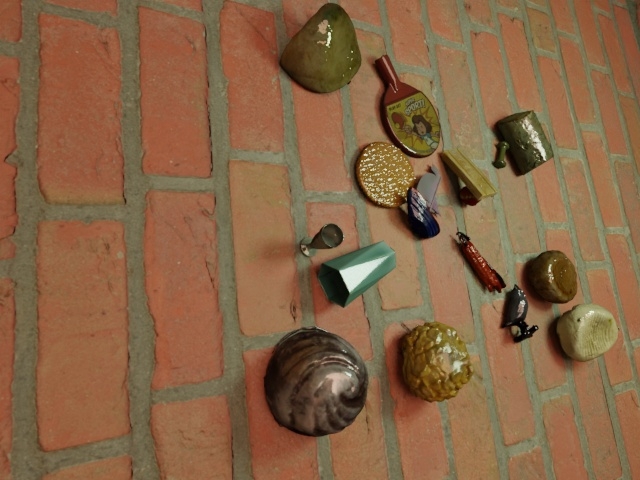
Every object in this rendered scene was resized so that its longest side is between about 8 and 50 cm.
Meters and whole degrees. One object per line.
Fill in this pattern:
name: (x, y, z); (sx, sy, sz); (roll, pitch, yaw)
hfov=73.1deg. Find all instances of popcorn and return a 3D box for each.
popcorn: (0.372, 0.383, 1.379); (0.249, 0.190, 0.251); (5, 71, -15)

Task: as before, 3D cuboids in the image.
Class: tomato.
tomato: (0.588, -0.175, 1.691); (0.087, 0.087, 0.075); (10, 103, -26)

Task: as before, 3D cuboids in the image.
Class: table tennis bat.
table tennis bat: (0.324, -0.509, 1.653); (0.268, 0.051, 0.415); (-30, 95, -31)

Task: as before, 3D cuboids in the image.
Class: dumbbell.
dumbbell: (0.782, -0.369, 1.863); (0.052, 0.046, 0.118); (28, 66, -26)

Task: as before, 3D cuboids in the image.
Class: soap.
soap: (0.570, -0.261, 1.669); (0.092, 0.037, 0.252); (-15, 59, -30)

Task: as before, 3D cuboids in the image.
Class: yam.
yam: (0.896, -0.434, 1.881); (0.161, 0.161, 0.268); (-28, 94, -31)

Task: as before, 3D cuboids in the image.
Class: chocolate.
chocolate: (0.018, 0.381, 1.169); (0.302, 0.213, 0.304); (7, 75, -25)

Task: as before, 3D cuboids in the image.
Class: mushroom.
mushroom: (0.045, -0.648, 1.456); (0.217, 0.212, 0.292); (41, 55, -5)

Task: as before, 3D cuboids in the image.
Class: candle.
candle: (0.610, 0.083, 1.651); (0.302, 0.059, 0.084); (53, 48, -9)

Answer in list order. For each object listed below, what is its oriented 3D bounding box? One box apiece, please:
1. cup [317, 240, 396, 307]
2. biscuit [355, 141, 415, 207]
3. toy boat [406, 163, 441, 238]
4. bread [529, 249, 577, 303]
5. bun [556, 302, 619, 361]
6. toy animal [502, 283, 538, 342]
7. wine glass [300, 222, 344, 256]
cup: (0.121, 0.093, 1.351); (0.235, 0.148, 0.134); (-26, 123, -36)
biscuit: (0.232, -0.235, 1.539); (0.253, 0.035, 0.254); (6, 76, -26)
toy boat: (0.385, -0.165, 1.570); (0.219, 0.071, 0.319); (27, 66, -42)
bread: (0.955, 0.154, 1.783); (0.229, 0.123, 0.230); (10, 71, -31)
bun: (1.076, 0.371, 1.769); (0.258, 0.160, 0.260); (-3, 101, -16)
toy animal: (0.753, 0.281, 1.681); (0.117, 0.121, 0.210); (-13, 59, 13)
wine glass: (0.000, 0.000, 1.284); (0.073, 0.155, 0.074); (7, 75, -27)
